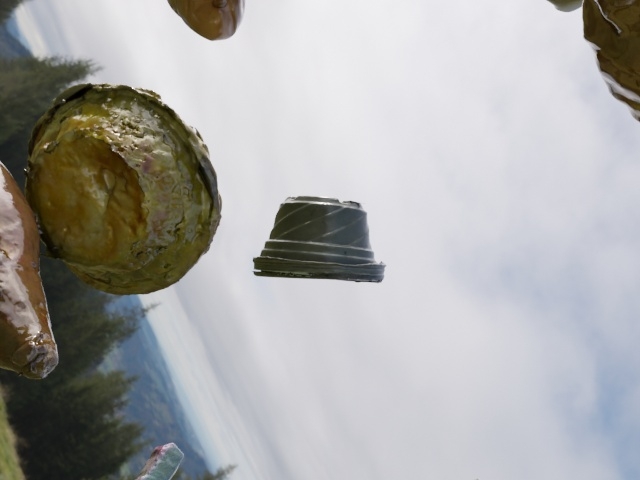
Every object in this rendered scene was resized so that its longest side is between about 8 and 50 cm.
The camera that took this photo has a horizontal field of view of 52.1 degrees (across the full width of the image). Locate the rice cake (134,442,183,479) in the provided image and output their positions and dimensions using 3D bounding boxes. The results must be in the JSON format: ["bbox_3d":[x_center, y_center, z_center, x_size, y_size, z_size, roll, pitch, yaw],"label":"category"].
[{"bbox_3d":[-0.280,0.395,0.856,0.051,0.290,0.081,35,-39,-1],"label":"rice cake"}]

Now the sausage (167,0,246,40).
[{"bbox_3d":[-0.202,-0.432,1.133,0.241,0.120,0.136,53,-18,44],"label":"sausage"}]

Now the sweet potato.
[{"bbox_3d":[-0.291,-0.007,0.524,0.337,0.131,0.131,32,-33,27],"label":"sweet potato"}]

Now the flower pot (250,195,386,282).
[{"bbox_3d":[0.000,0.000,1.106,0.235,0.235,0.140,-177,-87,-69],"label":"flower pot"}]

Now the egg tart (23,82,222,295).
[{"bbox_3d":[-0.197,-0.043,0.615,0.212,0.213,0.090,67,15,-7],"label":"egg tart"}]

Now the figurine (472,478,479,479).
[{"bbox_3d":[0.168,0.510,0.778,0.338,0.283,0.204,55,-41,22],"label":"figurine"}]

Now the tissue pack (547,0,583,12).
[{"bbox_3d":[0.402,-0.482,1.113,0.178,0.123,0.127,21,-20,-8],"label":"tissue pack"}]

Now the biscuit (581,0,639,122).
[{"bbox_3d":[0.401,-0.179,0.408,0.446,0.104,0.429,0,-25,25],"label":"biscuit"}]
